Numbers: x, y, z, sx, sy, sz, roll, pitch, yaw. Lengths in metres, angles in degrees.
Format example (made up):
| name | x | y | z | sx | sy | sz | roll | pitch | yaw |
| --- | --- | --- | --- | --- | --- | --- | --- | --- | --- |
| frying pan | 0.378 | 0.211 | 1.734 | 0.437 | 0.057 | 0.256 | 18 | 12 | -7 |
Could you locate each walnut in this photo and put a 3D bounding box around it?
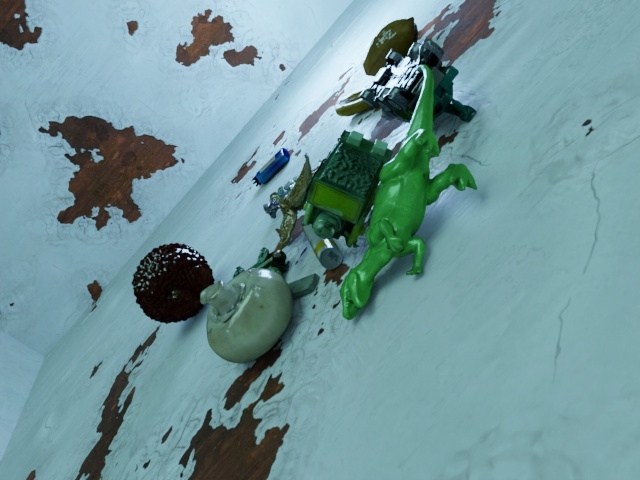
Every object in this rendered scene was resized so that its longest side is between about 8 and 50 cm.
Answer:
| name | x | y | z | sx | sy | sz | roll | pitch | yaw |
| --- | --- | --- | --- | --- | --- | --- | --- | --- | --- |
| walnut | 0.234 | -0.648 | 2.116 | 0.245 | 0.137 | 0.137 | -40 | 23 | 33 |

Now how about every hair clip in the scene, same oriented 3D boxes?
| name | x | y | z | sx | sy | sz | roll | pitch | yaw |
| --- | --- | --- | --- | --- | --- | --- | --- | --- | --- |
| hair clip | -0.114 | -0.146 | 2.093 | 0.172 | 0.049 | 0.116 | -40 | 35 | 4 |

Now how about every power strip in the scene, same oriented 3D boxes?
| name | x | y | z | sx | sy | sz | roll | pitch | yaw |
| --- | --- | --- | --- | --- | --- | --- | --- | --- | --- |
| power strip | -0.053 | 0.117 | 1.556 | 0.136 | 0.019 | 0.051 | -25 | 34 | 48 |

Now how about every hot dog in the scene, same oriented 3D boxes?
| name | x | y | z | sx | sy | sz | roll | pitch | yaw |
| --- | --- | --- | --- | --- | --- | --- | --- | --- | --- |
| hot dog | 0.140 | -0.459 | 2.070 | 0.088 | 0.061 | 0.285 | -59 | 24 | -12 |

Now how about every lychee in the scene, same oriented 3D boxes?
| name | x | y | z | sx | sy | sz | roll | pitch | yaw |
| --- | --- | --- | --- | --- | --- | --- | --- | --- | --- |
| lychee | -0.477 | 0.140 | 2.049 | 0.264 | 0.264 | 0.300 | -49 | 25 | 4 |

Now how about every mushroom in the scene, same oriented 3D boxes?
| name | x | y | z | sx | sy | sz | roll | pitch | yaw |
| --- | --- | --- | --- | --- | --- | --- | --- | --- | --- |
| mushroom | -0.185 | 0.168 | 1.494 | 0.246 | 0.202 | 0.246 | -34 | 37 | 30 |

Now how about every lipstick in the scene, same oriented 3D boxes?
| name | x | y | z | sx | sy | sz | roll | pitch | yaw |
| --- | --- | --- | --- | --- | --- | --- | --- | --- | --- |
| lipstick | 0.000 | 0.000 | 1.592 | 0.059 | 0.059 | 0.264 | -47 | 21 | 7 |

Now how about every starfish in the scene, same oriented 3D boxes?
| name | x | y | z | sx | sy | sz | roll | pitch | yaw |
| --- | --- | --- | --- | --- | --- | --- | --- | --- | --- |
| starfish | -0.062 | -0.117 | 1.720 | 0.294 | 0.084 | 0.301 | -60 | 1 | 11 |

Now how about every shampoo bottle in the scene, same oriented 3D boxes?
| name | x | y | z | sx | sy | sz | roll | pitch | yaw |
| --- | --- | --- | --- | --- | --- | --- | --- | --- | --- |
| shampoo bottle | -0.196 | -0.281 | 2.462 | 0.183 | 0.050 | 0.087 | -42 | 26 | 22 |

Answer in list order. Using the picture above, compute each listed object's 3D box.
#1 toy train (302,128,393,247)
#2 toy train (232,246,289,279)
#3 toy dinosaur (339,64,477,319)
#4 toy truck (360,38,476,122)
| name | x | y | z | sx | sy | sz | roll | pitch | yaw |
| --- | --- | --- | --- | --- | --- | --- | --- | --- | --- |
| toy train | 0.060 | -0.117 | 1.445 | 0.272 | 0.159 | 0.188 | -59 | -9 | -46 |
| toy train | -0.171 | 0.109 | 1.738 | 0.200 | 0.083 | 0.132 | -37 | 36 | 31 |
| toy dinosaur | 0.159 | -0.111 | 1.333 | 0.375 | 0.143 | 0.500 | -53 | 22 | 37 |
| toy truck | 0.235 | -0.369 | 1.568 | 0.177 | 0.178 | 0.363 | -54 | 21 | 3 |
